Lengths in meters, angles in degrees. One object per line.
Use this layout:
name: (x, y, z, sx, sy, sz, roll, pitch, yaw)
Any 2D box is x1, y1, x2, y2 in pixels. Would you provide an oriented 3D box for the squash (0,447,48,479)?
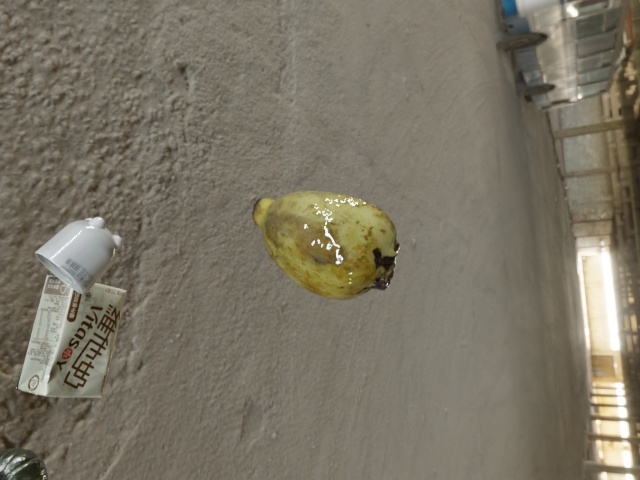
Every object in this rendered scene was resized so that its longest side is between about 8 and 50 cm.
squash: (-0.892, 0.701, 1.491, 0.172, 0.218, 0.218, -164, -116, -75)

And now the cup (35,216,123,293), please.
cup: (-0.521, 0.038, 1.187, 0.142, 0.134, 0.173, -52, 136, -28)

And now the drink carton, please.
drink carton: (-0.690, 0.269, 1.483, 0.194, 0.132, 0.324, 30, 65, -58)

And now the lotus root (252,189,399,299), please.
lotus root: (0.000, 0.000, 0.693, 0.138, 0.214, 0.138, 19, 90, -74)
